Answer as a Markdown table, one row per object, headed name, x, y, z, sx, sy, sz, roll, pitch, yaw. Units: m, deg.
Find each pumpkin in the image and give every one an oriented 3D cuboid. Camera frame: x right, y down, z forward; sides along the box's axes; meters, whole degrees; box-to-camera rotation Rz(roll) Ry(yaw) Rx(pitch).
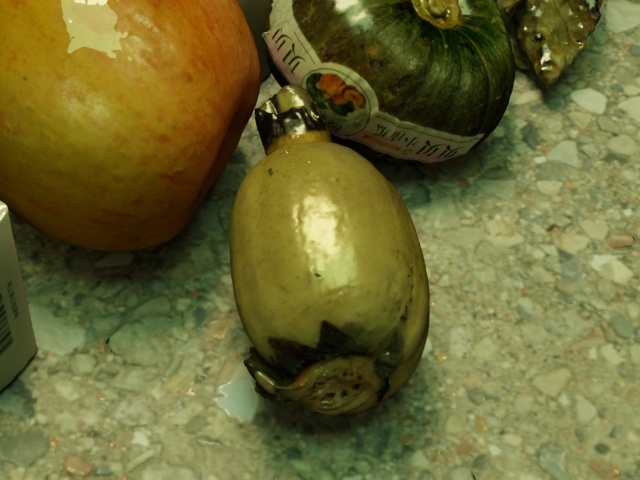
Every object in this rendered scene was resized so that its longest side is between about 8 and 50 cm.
| name | x | y | z | sx | sy | sz | roll | pitch | yaw |
| --- | --- | --- | --- | --- | --- | --- | --- | --- | --- |
| pumpkin | 0.063 | -0.193 | 1.316 | 0.260 | 0.189 | 0.260 | 17 | 57 | -28 |

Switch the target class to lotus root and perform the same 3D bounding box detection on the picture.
| name | x | y | z | sx | sy | sz | roll | pitch | yaw |
| --- | --- | --- | --- | --- | --- | --- | --- | --- | --- |
| lotus root | 0.000 | 0.000 | 1.150 | 0.182 | 0.183 | 0.310 | -7 | 56 | -8 |

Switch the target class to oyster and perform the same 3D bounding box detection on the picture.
| name | x | y | z | sx | sy | sz | roll | pitch | yaw |
| --- | --- | --- | --- | --- | --- | --- | --- | --- | --- |
| oyster | 0.187 | -0.326 | 1.446 | 0.221 | 0.096 | 0.361 | -13 | 64 | 28 |

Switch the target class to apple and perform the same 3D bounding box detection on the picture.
| name | x | y | z | sx | sy | sz | roll | pitch | yaw |
| --- | --- | --- | --- | --- | --- | --- | --- | --- | --- |
| apple | -0.190 | -0.143 | 1.199 | 0.275 | 0.299 | 0.299 | 39 | 58 | 8 |

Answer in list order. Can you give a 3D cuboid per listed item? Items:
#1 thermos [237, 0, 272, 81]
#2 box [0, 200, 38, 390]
| name | x | y | z | sx | sy | sz | roll | pitch | yaw |
| --- | --- | --- | --- | --- | --- | --- | --- | --- | --- |
| thermos | -0.116 | -0.254 | 1.343 | 0.137 | 0.193 | 0.105 | 4 | 53 | 1 |
| box | -0.394 | -0.001 | 1.122 | 0.299 | 0.200 | 0.106 | 29 | 55 | 20 |
